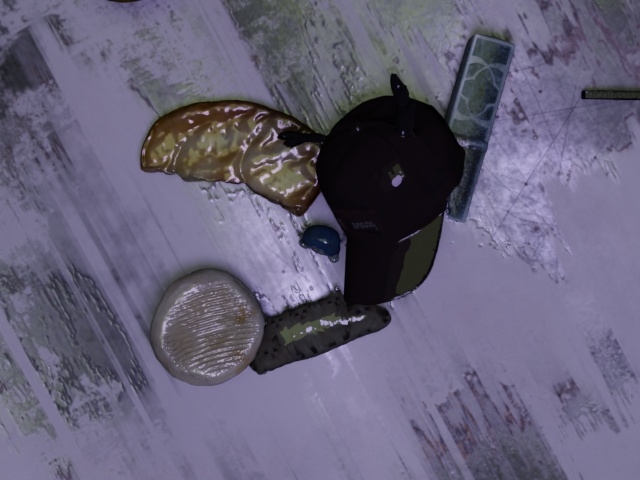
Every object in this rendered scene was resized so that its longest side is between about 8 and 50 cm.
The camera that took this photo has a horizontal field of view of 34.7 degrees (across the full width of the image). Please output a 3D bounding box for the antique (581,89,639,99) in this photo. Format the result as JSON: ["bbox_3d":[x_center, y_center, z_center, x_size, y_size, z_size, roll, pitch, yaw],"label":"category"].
[{"bbox_3d":[0.507,-0.228,1.605,0.192,0.031,0.015,0,94,1],"label":"antique"}]

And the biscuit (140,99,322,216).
[{"bbox_3d":[-0.128,-0.144,1.616,0.299,0.045,0.154,16,95,1],"label":"biscuit"}]

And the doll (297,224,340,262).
[{"bbox_3d":[0.000,0.000,1.606,0.076,0.083,0.050,22,89,2],"label":"doll"}]

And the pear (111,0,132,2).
[{"bbox_3d":[-0.287,-0.451,1.528,0.198,0.198,0.198,0,94,1],"label":"pear"}]

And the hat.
[{"bbox_3d":[0.062,-0.086,1.477,0.209,0.238,0.336,31,68,-36],"label":"hat"}]

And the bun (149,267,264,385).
[{"bbox_3d":[-0.177,0.137,1.607,0.183,0.102,0.183,0,88,-9],"label":"bun"}]

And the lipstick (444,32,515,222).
[{"bbox_3d":[0.227,-0.175,1.592,0.077,0.076,0.290,15,92,0],"label":"lipstick"}]

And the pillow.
[{"bbox_3d":[-0.011,0.136,1.630,0.241,0.051,0.093,-21,93,5],"label":"pillow"}]
